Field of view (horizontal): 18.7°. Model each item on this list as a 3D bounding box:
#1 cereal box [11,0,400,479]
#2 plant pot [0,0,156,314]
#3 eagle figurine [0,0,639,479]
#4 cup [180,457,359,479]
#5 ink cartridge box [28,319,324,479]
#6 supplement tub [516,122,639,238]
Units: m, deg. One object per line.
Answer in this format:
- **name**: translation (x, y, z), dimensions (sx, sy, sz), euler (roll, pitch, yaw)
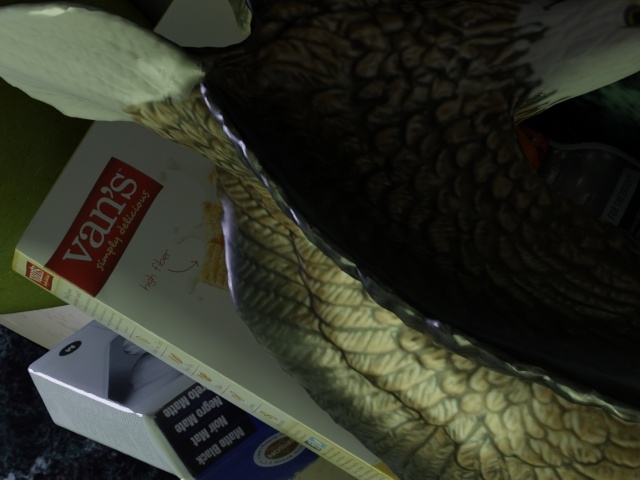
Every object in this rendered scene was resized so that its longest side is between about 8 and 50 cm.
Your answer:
- **cereal box**: translation (0.000, 0.000, 0.918), dimensions (0.240, 0.173, 0.047), euler (31, 163, -4)
- **plant pot**: translation (-0.196, -0.067, 1.004), dimensions (0.275, 0.274, 0.293), euler (21, 180, 41)
- **eagle figurine**: translation (0.043, -0.016, 0.645), dimensions (0.225, 0.298, 0.226), euler (-34, 160, 36)
- **cup**: translation (0.057, 0.169, 1.077), dimensions (0.237, 0.331, 0.331), euler (26, 167, 20)
- **ink cartridge box**: translation (-0.019, 0.039, 1.028), dimensions (0.224, 0.223, 0.045), euler (12, 133, 57)
- **supplement tub**: translation (0.142, 0.034, 0.848), dimensions (0.190, 0.117, 0.117), euler (32, 168, -1)
